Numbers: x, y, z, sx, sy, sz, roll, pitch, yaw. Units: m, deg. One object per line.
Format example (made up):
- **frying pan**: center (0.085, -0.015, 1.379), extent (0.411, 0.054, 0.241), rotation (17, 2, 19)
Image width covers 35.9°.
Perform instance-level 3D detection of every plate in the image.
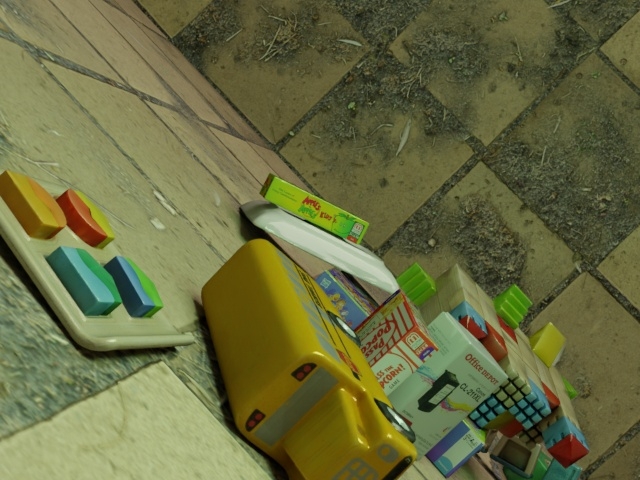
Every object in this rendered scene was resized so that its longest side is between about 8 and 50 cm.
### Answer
- **plate**: center (0.000, 0.000, 1.727), extent (0.277, 0.045, 0.278), rotation (27, 3, -12)

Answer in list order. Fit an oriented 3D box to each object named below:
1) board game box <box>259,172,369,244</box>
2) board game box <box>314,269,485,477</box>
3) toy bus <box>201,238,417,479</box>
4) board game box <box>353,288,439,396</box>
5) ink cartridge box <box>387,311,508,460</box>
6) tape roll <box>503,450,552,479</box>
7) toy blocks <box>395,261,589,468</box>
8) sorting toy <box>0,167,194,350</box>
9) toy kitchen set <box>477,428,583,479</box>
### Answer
- **board game box**: center (-0.012, -0.055, 1.706), extent (0.181, 0.043, 0.092), rotation (26, 4, -11)
- **board game box**: center (0.115, 0.199, 1.567), extent (0.347, 0.078, 0.233), rotation (47, 6, 7)
- **toy bus**: center (-0.023, 0.124, 0.949), extent (0.130, 0.108, 0.332), rotation (43, 7, -25)
- **board game box**: center (0.075, 0.149, 1.294), extent (0.045, 0.147, 0.193), rotation (46, 5, -10)
- **ink cartridge box**: center (0.150, 0.198, 1.339), extent (0.127, 0.175, 0.072), rotation (40, 8, -45)
- **tape roll**: center (0.497, 0.546, 1.945), extent (0.321, 0.077, 0.321), rotation (46, 7, -7)
- **toy blocks**: center (0.287, 0.213, 1.592), extent (0.381, 0.191, 0.261), rotation (46, 17, -15)
- **sorting toy**: center (-0.199, 0.009, 0.822), extent (0.208, 0.038, 0.193), rotation (47, 6, 12)
- **toy kitchen set**: center (0.338, 0.405, 1.752), extent (0.207, 0.122, 0.166), rotation (27, -2, 23)
